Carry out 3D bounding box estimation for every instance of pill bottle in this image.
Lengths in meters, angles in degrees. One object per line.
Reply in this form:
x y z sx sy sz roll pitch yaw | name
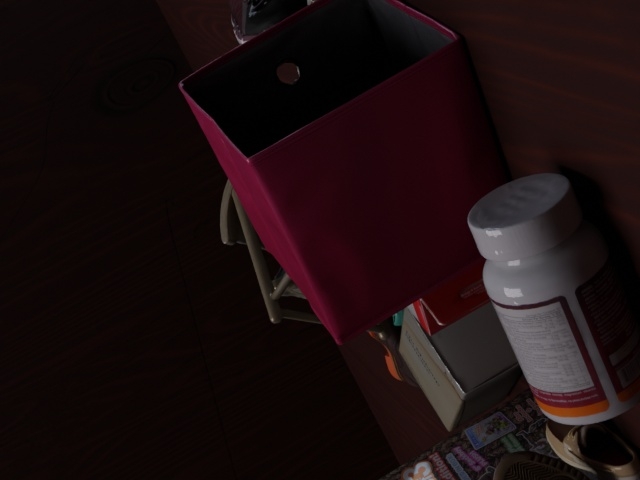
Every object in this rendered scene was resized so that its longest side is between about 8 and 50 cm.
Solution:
0.226 0.055 1.124 0.221 0.121 0.121 64 172 -21 | pill bottle

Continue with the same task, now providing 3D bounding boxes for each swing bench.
0.000 0.000 1.825 0.253 0.165 0.255 14 -151 -44 | swing bench

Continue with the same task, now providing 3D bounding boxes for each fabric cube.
0.035 -0.095 1.331 0.259 0.254 0.258 48 167 56 | fabric cube

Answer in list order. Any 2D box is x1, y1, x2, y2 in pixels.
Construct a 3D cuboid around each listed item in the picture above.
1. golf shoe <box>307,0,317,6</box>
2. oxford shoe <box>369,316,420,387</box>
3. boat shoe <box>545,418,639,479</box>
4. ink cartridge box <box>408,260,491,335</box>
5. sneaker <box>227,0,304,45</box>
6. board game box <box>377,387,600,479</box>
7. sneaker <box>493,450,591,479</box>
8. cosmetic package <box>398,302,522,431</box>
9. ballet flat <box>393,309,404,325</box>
0.002 -0.313 1.444 0.176 0.069 0.086 105 140 -78 | golf shoe
0.162 0.176 2.197 0.098 0.097 0.271 27 156 40 | oxford shoe
0.326 0.242 1.413 0.170 0.063 0.059 31 149 56 | boat shoe
0.149 0.021 1.452 0.231 0.134 0.078 54 169 43 | ink cartridge box
-0.110 -0.384 1.772 0.163 0.106 0.281 67 171 -22 | sneaker
0.237 0.378 1.608 0.141 0.291 0.232 50 166 54 | board game box
0.320 0.346 1.409 0.282 0.099 0.153 32 173 5 | sneaker
0.201 0.161 1.724 0.160 0.113 0.309 58 173 18 | cosmetic package
0.096 0.039 2.044 0.247 0.087 0.083 60 173 6 | ballet flat
